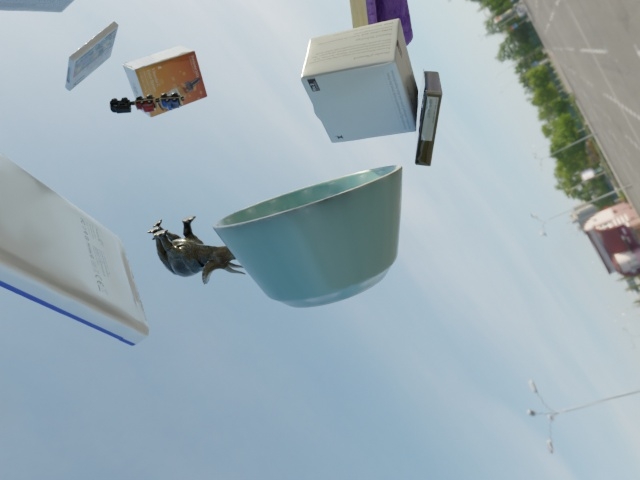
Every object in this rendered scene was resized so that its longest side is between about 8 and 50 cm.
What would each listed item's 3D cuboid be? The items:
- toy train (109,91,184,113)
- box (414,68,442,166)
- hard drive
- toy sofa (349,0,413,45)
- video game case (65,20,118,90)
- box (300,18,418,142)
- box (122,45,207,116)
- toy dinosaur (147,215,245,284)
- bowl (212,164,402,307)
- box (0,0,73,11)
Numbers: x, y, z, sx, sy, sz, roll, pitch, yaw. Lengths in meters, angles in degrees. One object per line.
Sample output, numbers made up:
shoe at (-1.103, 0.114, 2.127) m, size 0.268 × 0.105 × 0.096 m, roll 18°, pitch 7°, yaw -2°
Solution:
toy train at (-0.375, -0.296, 1.092) m, size 0.027 × 0.159 × 0.036 m, roll 93°, pitch 168°, yaw -59°
box at (0.212, -0.252, 1.001) m, size 0.225 × 0.037 × 0.136 m, roll -74°, pitch -11°, yaw -59°
hard drive at (-0.357, -0.001, 0.653) m, size 0.210 × 0.040 × 0.318 m, roll 57°, pitch -178°, yaw 35°
toy sofa at (0.106, -0.556, 1.044) m, size 0.150 × 0.177 × 0.362 m, roll -96°, pitch -5°, yaw -59°
video game case at (-0.721, -0.579, 1.587) m, size 0.023 × 0.183 × 0.201 m, roll 41°, pitch -120°, yaw -14°
box at (0.082, -0.297, 0.967) m, size 0.181 × 0.182 × 0.118 m, roll 55°, pitch -143°, yaw -53°
box at (-0.409, -0.424, 1.340) m, size 0.171 × 0.091 × 0.130 m, roll -30°, pitch -49°, yaw -24°
toy dinosaur at (-0.330, 0.031, 1.181) m, size 0.121 × 0.314 × 0.160 m, roll -41°, pitch -63°, yaw -44°
bowl at (0.000, 0.000, 0.814) m, size 0.311 × 0.312 × 0.163 m, roll -36°, pitch -68°, yaw -61°
box at (-0.665, -0.684, 1.093) m, size 0.212 × 0.396 × 0.293 m, roll -14°, pitch -71°, yaw -32°
